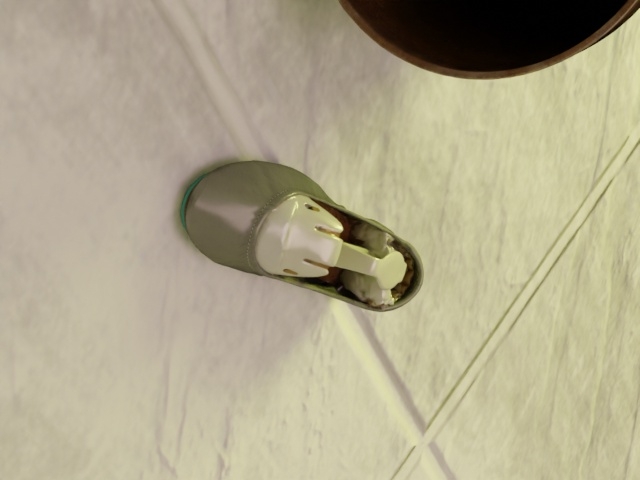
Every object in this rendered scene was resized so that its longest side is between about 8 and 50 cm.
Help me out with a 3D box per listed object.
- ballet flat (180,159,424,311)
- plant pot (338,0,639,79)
[{"bbox_3d":[0.000,0.000,0.947,0.213,0.068,0.072,20,92,-55],"label":"ballet flat"},{"bbox_3d":[0.135,-0.207,0.919,0.230,0.215,0.215,-13,120,-66],"label":"plant pot"}]
